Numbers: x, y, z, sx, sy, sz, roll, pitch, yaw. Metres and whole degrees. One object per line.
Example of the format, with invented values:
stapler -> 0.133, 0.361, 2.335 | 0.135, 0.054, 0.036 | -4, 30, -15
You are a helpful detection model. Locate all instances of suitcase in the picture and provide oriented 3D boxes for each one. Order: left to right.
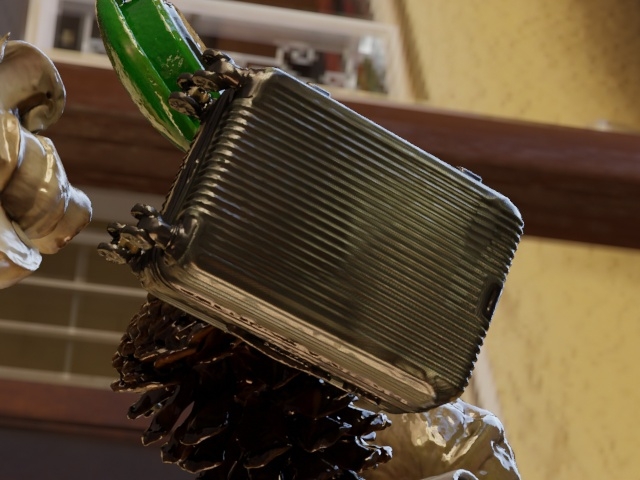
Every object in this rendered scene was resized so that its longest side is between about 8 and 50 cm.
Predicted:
suitcase -> 0.000, 0.000, 1.313 | 0.128, 0.312, 0.202 | -26, -142, 64

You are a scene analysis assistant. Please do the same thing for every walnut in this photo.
walnut -> 0.157, 0.329, 2.222 | 0.248, 0.248, 0.248 | -173, -90, -80

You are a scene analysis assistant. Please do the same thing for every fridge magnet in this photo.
fridge magnet -> -0.155, -0.170, 1.647 | 0.208, 0.088, 0.208 | 57, 3, -5

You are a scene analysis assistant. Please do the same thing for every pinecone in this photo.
pinecone -> -0.054, 0.136, 1.501 | 0.292, 0.246, 0.246 | 59, -2, -13

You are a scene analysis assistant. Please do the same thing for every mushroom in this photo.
mushroom -> -0.343, -0.061, 1.592 | 0.195, 0.189, 0.253 | 46, 44, -52

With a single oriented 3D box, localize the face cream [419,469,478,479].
face cream -> 0.100, 0.361, 1.805 | 0.175, 0.195, 0.175 | 54, 21, -31
